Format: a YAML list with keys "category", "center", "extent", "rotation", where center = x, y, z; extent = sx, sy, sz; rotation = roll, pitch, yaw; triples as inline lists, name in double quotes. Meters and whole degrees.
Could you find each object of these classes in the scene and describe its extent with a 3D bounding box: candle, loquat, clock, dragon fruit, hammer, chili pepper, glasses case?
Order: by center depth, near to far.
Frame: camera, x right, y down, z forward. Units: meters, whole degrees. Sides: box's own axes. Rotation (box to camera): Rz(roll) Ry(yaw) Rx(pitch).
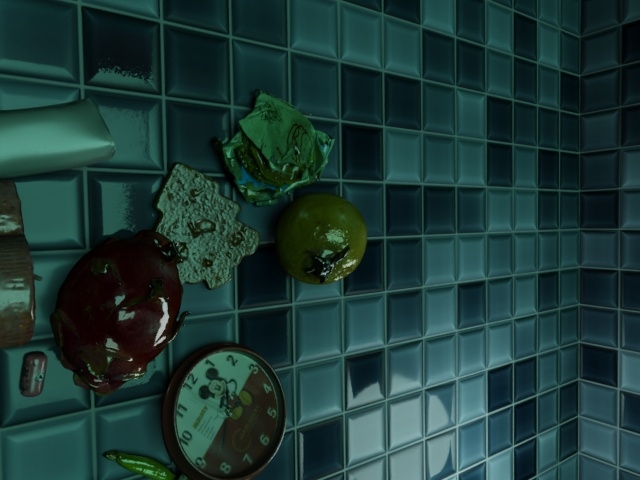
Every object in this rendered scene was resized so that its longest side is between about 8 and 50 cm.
- category: "candle"
  center: [-0.546, 0.068, 0.826]
  extent: [0.131, 0.317, 0.287]
  rotation: [-1, 134, -38]
- category: "glasses case"
  center: [-0.554, -0.183, 0.909]
  extent: [0.307, 0.083, 0.129]
  rotation: [-17, 95, -34]
- category: "hammer"
  center: [-0.550, 0.258, 0.947]
  extent: [0.043, 0.043, 0.084]
  rotation: [12, 85, -35]
- category: "dragon fruit"
  center: [-0.382, 0.124, 0.948]
  extent: [0.315, 0.250, 0.250]
  rotation: [-50, 118, -15]
- category: "chili pepper"
  center: [-0.375, 0.502, 1.081]
  extent: [0.208, 0.048, 0.043]
  rotation: [48, 32, -23]
- category: "clock"
  center: [-0.216, 0.397, 1.141]
  extent: [0.318, 0.080, 0.319]
  rotation: [16, 63, -35]
- category: "loquat"
  center: [0.000, 0.000, 1.218]
  extent: [0.243, 0.243, 0.244]
  rotation: [-1, 92, -36]

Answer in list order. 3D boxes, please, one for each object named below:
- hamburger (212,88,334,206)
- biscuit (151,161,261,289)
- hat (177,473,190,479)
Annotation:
- category: "hamburger"
  center: [-0.098, -0.217, 1.193]
  extent: [0.260, 0.150, 0.276]
  rotation: [45, 67, -26]
- category: "biscuit"
  center: [-0.276, -0.035, 1.134]
  extent: [0.278, 0.043, 0.302]
  rotation: [-20, 101, -31]
- category: "hat"
  center: [-0.208, 0.600, 1.091]
  extent: [0.149, 0.244, 0.214]
  rotation: [-55, 135, -13]
